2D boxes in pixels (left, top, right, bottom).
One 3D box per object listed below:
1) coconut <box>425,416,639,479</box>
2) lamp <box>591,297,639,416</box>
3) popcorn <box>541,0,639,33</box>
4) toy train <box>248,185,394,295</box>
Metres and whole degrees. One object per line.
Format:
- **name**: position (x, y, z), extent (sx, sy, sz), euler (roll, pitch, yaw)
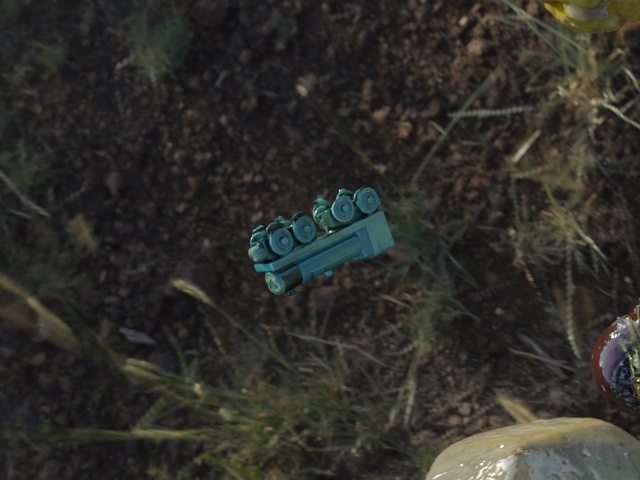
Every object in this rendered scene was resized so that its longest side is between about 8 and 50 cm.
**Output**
- **coconut**: position (0.201, 0.280, 1.050), extent (0.259, 0.259, 0.259), euler (-9, 73, 29)
- **lamp**: position (0.454, 0.176, 1.590), extent (0.156, 0.157, 0.135), euler (-53, 19, 20)
- **popcorn**: position (0.207, -0.244, 0.862), extent (0.140, 0.194, 0.163), euler (-42, 32, 0)
- **toy train**: position (0.000, 0.000, 0.658), extent (0.029, 0.092, 0.045), euler (-7, 106, 57)
